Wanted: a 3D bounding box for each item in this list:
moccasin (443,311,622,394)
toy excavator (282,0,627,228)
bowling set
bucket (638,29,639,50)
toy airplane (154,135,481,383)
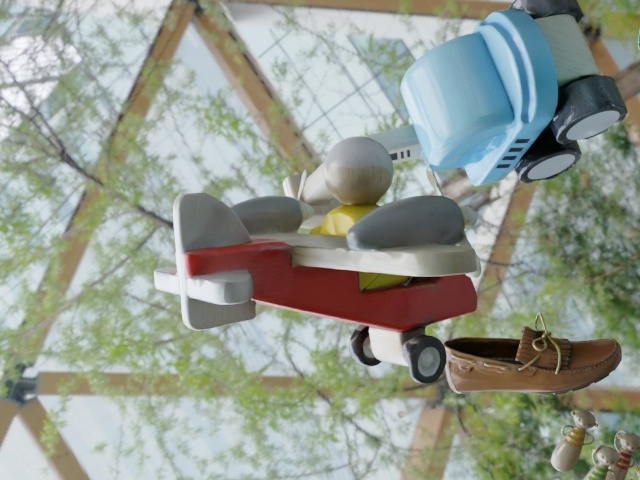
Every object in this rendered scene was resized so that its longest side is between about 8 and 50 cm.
[{"bbox_3d":[0.457,0.247,1.771,0.139,0.379,0.147,-45,-55,-55],"label":"moccasin"},{"bbox_3d":[0.175,-0.177,1.285,0.445,0.433,0.222,-11,-109,-13],"label":"toy excavator"},{"bbox_3d":[0.662,0.512,1.757,0.287,0.154,0.200,24,-167,2],"label":"bowling set"},{"bbox_3d":[0.492,-0.251,0.877,0.281,0.281,0.183,46,-133,-18],"label":"bucket"},{"bbox_3d":[0.000,0.000,0.960,0.384,0.386,0.273,35,-112,-76],"label":"toy airplane"}]
